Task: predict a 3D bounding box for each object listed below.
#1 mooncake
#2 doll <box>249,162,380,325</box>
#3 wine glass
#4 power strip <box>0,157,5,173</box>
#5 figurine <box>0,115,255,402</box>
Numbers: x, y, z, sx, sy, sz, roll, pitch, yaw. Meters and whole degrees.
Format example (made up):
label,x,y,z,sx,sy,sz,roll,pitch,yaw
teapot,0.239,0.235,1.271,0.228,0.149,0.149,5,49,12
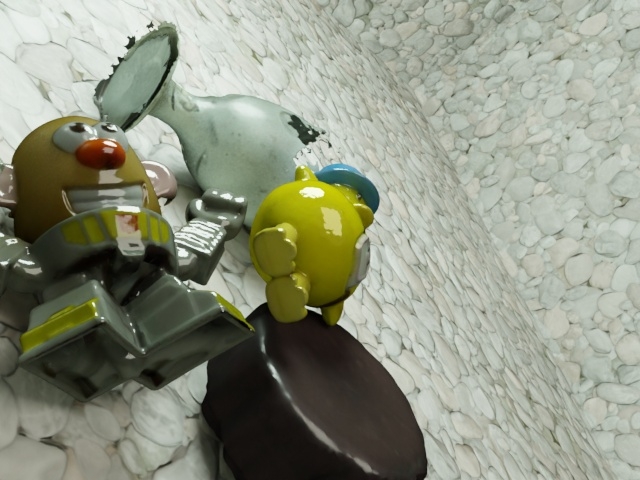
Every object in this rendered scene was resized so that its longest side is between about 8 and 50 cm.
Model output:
label,x,y,z,sx,sy,sz,roll,pitch,yaw
mooncake,-0.011,0.208,0.895,0.283,0.141,0.283,41,17,-15
doll,0.000,0.000,0.972,0.363,0.145,0.199,-42,124,-68
wine glass,-0.135,-0.144,1.111,0.357,0.190,0.190,31,31,-36
power strip,-0.403,-0.155,0.664,0.367,0.043,0.106,46,20,19
figurine,-0.217,-0.001,0.752,0.342,0.167,0.285,21,34,-51
